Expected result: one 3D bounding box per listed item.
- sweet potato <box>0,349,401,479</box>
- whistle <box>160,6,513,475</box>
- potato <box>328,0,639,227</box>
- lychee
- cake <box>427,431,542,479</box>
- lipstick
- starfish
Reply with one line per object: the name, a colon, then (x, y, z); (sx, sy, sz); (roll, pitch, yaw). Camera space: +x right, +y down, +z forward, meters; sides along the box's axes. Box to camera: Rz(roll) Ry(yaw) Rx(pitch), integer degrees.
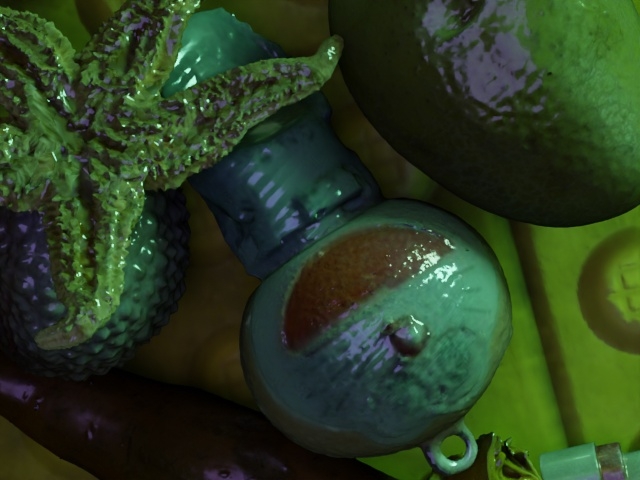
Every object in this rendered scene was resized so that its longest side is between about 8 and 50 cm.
sweet potato: (-0.076, 0.157, 1.241); (0.359, 0.112, 0.112); (15, 102, 16)
whistle: (0.000, 0.000, 1.167); (0.189, 0.189, 0.348); (-33, 88, 13)
potato: (0.121, -0.108, 1.140); (0.251, 0.159, 0.174); (46, 133, -9)
lychee: (-0.172, 0.013, 1.202); (0.197, 0.165, 0.165); (-30, 94, -25)
cake: (0.130, 0.213, 1.197); (0.080, 0.185, 0.116); (8, 140, -25)
lipstick: (0.242, 0.154, 1.215); (0.186, 0.057, 0.063); (-13, 97, 9)
starfish: (-0.141, -0.087, 1.130); (0.302, 0.060, 0.299); (-29, 64, -6)
